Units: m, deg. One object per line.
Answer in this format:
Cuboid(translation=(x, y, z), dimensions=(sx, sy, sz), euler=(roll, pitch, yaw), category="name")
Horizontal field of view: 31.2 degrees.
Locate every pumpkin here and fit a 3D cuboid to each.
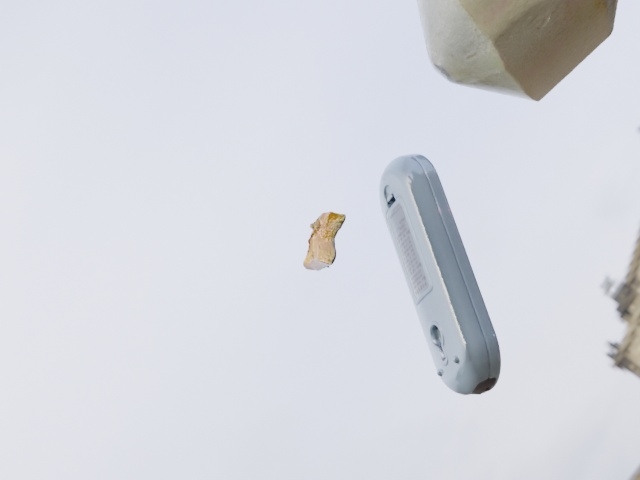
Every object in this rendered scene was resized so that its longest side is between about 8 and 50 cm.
Cuboid(translation=(-0.001, 0.001, 1.449), dimensions=(0.101, 0.035, 0.073), euler=(149, 135, -70), category="pumpkin")

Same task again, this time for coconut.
Cuboid(translation=(0.210, -0.273, 1.303), dimensions=(0.241, 0.241, 0.241), euler=(-36, -33, -28), category="coconut")

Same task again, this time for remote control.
Cuboid(translation=(0.110, 0.031, 1.095), dimensions=(0.047, 0.244, 0.087), euler=(-9, -21, -24), category="remote control")
